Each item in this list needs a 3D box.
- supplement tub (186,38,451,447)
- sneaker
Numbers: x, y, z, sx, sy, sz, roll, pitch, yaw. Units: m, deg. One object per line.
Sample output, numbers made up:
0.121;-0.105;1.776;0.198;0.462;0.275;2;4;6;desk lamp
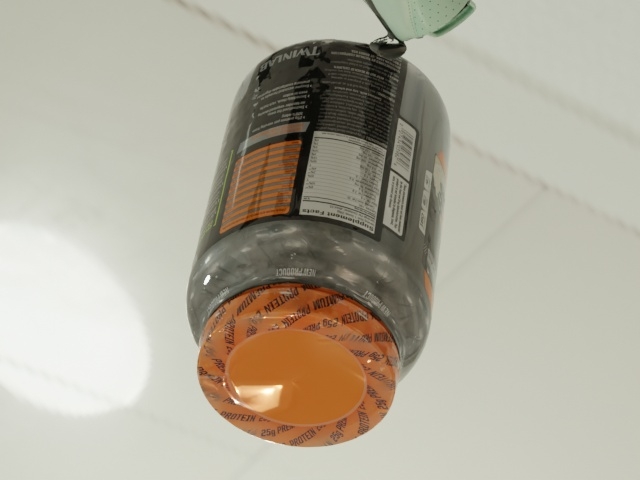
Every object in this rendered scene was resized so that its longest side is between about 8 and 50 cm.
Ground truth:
0.000;0.000;1.601;0.194;0.193;0.316;31;-139;-18;supplement tub
0.034;-0.203;1.331;0.151;0.094;0.256;52;-171;-17;sneaker
